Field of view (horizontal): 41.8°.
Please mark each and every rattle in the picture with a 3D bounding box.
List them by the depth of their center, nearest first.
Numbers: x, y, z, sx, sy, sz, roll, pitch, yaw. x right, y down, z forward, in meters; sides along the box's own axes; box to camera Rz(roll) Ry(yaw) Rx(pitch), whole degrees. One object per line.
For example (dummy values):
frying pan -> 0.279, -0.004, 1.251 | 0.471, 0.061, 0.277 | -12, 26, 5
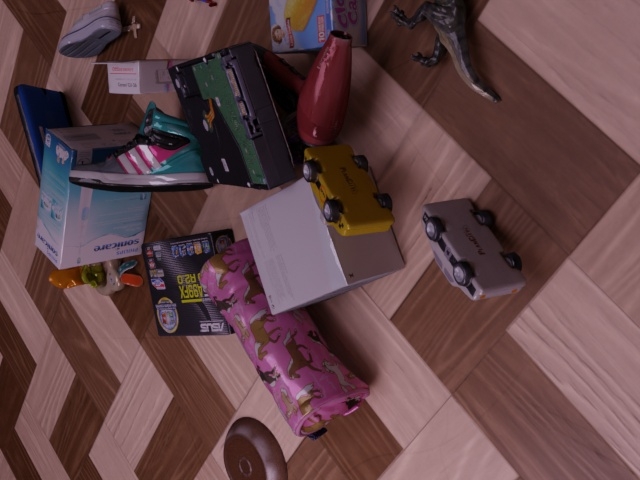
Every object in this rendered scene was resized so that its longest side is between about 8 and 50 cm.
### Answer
rattle -> -0.542, 0.081, 2.027 | 0.200, 0.143, 0.130 | 21, 95, 48

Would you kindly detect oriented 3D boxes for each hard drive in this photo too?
hard drive -> -0.160, -0.212, 1.468 | 0.339, 0.064, 0.236 | 13, 125, 66

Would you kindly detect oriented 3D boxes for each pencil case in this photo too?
pencil case -> -0.074, 0.170, 1.545 | 0.386, 0.160, 0.167 | 53, 158, 23

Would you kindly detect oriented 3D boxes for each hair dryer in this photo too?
hair dryer -> -0.045, -0.252, 1.376 | 0.294, 0.080, 0.223 | -24, 92, 46

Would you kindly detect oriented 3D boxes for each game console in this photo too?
game console -> -0.699, -0.214, 2.098 | 0.173, 0.250, 0.293 | -19, 86, 19

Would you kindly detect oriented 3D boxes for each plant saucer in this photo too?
plant saucer -> -0.150, 0.478, 1.789 | 0.199, 0.036, 0.198 | 12, 107, 44

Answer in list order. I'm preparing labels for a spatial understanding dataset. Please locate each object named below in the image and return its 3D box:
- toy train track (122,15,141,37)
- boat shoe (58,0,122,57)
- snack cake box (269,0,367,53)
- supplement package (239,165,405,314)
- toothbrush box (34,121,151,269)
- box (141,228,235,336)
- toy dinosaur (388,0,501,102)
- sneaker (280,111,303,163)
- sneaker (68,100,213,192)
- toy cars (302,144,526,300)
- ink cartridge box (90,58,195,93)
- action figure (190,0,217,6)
toy train track -> -0.427, -0.473, 1.865 | 0.083, 0.014, 0.048 | 5, 103, 45
boat shoe -> -0.523, -0.483, 1.928 | 0.226, 0.083, 0.075 | -9, 73, 41
snack cake box -> -0.010, -0.449, 1.392 | 0.152, 0.089, 0.264 | 6, 103, 44
supplement package -> 0.000, 0.000, 1.442 | 0.203, 0.149, 0.194 | -25, 81, 46
toothbrush box -> -0.504, -0.102, 1.885 | 0.126, 0.216, 0.295 | 35, 124, 36
box -> -0.274, 0.096, 1.808 | 0.270, 0.060, 0.216 | -7, 94, 46
toy dinosaur -> 0.178, -0.320, 1.255 | 0.118, 0.064, 0.268 | -14, 92, 40
sneaker -> -0.051, -0.177, 1.531 | 0.071, 0.068, 0.170 | 34, 124, 5
sneaker -> -0.369, -0.195, 1.727 | 0.124, 0.296, 0.178 | 91, 179, -84
toy cars -> 0.127, -0.017, 1.271 | 0.394, 0.176, 0.087 | 26, 134, 14
ink cartridge box -> -0.347, -0.329, 1.683 | 0.115, 0.198, 0.067 | 10, 106, 44
action figure -> -0.250, -0.494, 1.671 | 0.115, 0.030, 0.038 | 30, 124, 40
